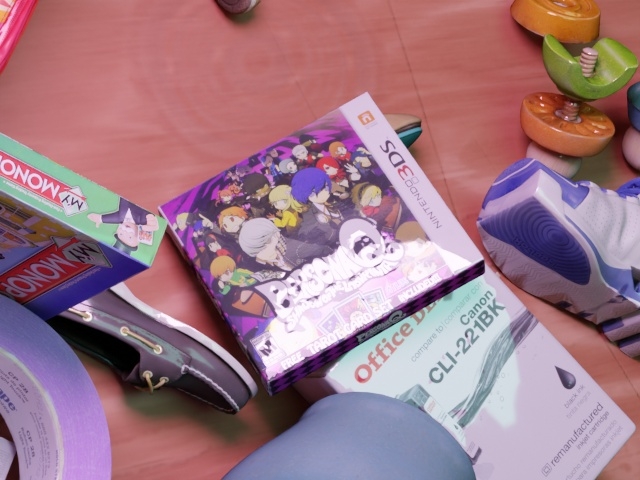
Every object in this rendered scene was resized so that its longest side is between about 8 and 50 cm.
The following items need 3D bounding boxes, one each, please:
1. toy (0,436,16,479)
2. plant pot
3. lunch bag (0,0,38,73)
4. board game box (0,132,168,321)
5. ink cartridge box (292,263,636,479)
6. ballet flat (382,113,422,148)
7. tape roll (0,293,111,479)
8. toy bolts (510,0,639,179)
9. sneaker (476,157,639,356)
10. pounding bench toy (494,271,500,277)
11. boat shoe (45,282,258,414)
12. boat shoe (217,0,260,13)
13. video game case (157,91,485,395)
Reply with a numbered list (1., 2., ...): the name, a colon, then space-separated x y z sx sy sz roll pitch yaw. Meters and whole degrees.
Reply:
1. toy: -0.351 0.247 1.604 0.137 0.056 0.237 28 60 -19
2. plant pot: 0.015 0.276 1.717 0.271 0.272 0.255 47 42 -11
3. lunch bag: -0.296 -0.237 1.672 0.120 0.258 0.293 33 60 -20
4. board game box: -0.287 -0.007 1.566 0.213 0.317 0.046 29 63 -22
5. ink cartridge box: 0.133 0.154 1.885 0.273 0.114 0.197 46 72 -11
6. ballet flat: 0.009 -0.081 1.934 0.073 0.080 0.232 47 52 9
7. tape roll: -0.308 0.174 1.567 0.275 0.090 0.274 10 68 -27
8. toy bolts: 0.303 -0.160 2.143 0.229 0.158 0.218 3 32 -22
9. sneaker: 0.308 -0.011 2.084 0.315 0.127 0.182 36 55 -26
10. pounding bench toy: 0.126 0.045 1.979 0.065 0.052 0.083 46 56 -12
11. boat shoe: -0.163 0.097 1.763 0.228 0.081 0.068 34 62 -11
12. boat shoe: -0.087 -0.316 1.956 0.072 0.068 0.190 -9 79 -46
13. video game case: 0.000 0.000 1.817 0.232 0.042 0.210 -29 66 -9
